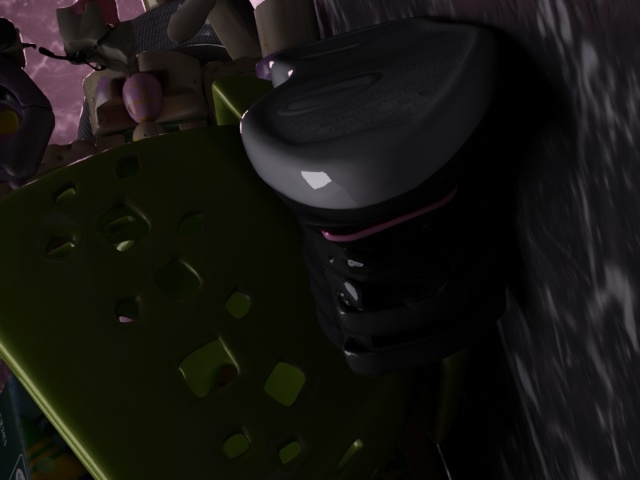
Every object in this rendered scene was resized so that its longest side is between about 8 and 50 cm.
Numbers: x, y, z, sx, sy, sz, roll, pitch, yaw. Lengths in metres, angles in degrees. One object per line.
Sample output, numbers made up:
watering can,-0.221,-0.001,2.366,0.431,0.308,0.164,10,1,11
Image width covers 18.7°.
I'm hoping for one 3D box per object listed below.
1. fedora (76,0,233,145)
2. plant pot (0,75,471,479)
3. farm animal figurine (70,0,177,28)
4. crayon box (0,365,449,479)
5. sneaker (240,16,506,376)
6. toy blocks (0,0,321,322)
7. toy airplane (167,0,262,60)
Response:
fedora,-0.088,-0.059,1.667,0.124,0.243,0.275,22,-123,-55
plant pot,-0.046,0.057,1.047,0.228,0.207,0.227,50,169,16
farm animal figurine,-0.121,-0.131,1.950,0.327,0.172,0.330,57,160,29
crayon box,-0.030,0.179,1.215,0.083,0.323,0.203,-62,38,44
sneaker,0.036,-0.008,0.808,0.296,0.104,0.147,-98,-9,-80
toy blocks,-0.104,0.006,1.360,0.309,0.288,0.260,99,161,-74
toy airplane,-0.166,-0.338,1.394,0.386,0.272,0.384,21,-126,-48
